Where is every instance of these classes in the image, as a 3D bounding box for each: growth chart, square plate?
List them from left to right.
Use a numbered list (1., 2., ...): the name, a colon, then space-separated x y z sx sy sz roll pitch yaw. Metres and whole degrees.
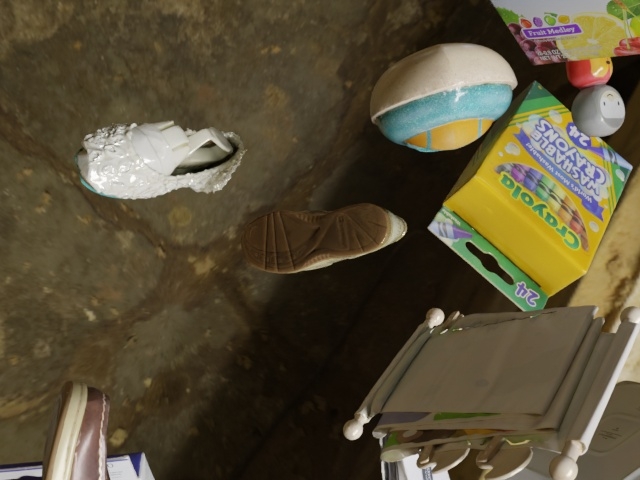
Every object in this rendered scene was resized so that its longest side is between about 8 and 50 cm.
1. growth chart: 0.113 0.102 0.623 0.172 0.237 0.021 -46 110 -30
2. square plate: 0.463 0.322 1.376 0.344 0.347 0.049 -30 97 -16

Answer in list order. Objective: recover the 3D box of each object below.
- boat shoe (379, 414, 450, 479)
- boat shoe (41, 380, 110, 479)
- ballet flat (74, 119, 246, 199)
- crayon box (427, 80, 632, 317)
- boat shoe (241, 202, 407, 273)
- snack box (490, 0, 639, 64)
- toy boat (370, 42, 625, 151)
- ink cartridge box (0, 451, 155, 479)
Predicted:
1. boat shoe: 0.149 0.388 1.488 0.108 0.102 0.301 -24 129 -18
2. boat shoe: -0.200 0.293 0.816 0.123 0.123 0.342 1 101 -16
3. ballet flat: -0.263 -0.161 1.548 0.147 0.409 0.147 3 96 24
4. crayon box: 0.309 -0.066 1.246 0.203 0.083 0.323 41 50 -3
5. boat shoe: 0.000 0.000 1.417 0.285 0.089 0.104 -4 85 32
6. snack box: 0.203 -0.237 0.686 0.207 0.174 0.070 45 65 -34
7. toy boat: 0.223 -0.179 1.126 0.318 0.267 0.148 -12 89 7
8. ink cartridge box: -0.434 0.416 1.418 0.324 0.330 0.071 -4 48 -2
